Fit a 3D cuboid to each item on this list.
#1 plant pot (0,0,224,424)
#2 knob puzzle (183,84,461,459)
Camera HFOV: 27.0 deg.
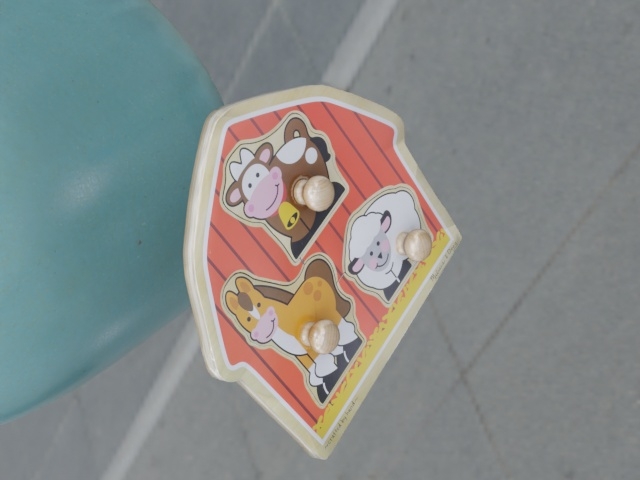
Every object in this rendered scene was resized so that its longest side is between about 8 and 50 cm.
[{"bbox_3d":[-0.233,-0.013,0.843,0.293,0.235,0.293,16,126,23],"label":"plant pot"},{"bbox_3d":[0.000,0.000,0.734,0.030,0.213,0.213,7,91,46],"label":"knob puzzle"}]
